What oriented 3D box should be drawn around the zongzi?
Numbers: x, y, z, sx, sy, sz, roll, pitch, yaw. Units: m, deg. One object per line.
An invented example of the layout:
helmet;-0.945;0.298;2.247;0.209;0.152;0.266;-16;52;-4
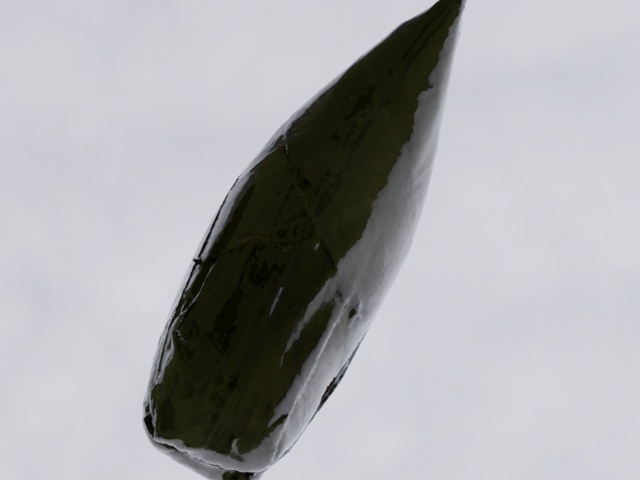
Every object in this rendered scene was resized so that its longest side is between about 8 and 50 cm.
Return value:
zongzi;0.000;0.000;1.313;0.360;0.160;0.323;-55;-171;44
